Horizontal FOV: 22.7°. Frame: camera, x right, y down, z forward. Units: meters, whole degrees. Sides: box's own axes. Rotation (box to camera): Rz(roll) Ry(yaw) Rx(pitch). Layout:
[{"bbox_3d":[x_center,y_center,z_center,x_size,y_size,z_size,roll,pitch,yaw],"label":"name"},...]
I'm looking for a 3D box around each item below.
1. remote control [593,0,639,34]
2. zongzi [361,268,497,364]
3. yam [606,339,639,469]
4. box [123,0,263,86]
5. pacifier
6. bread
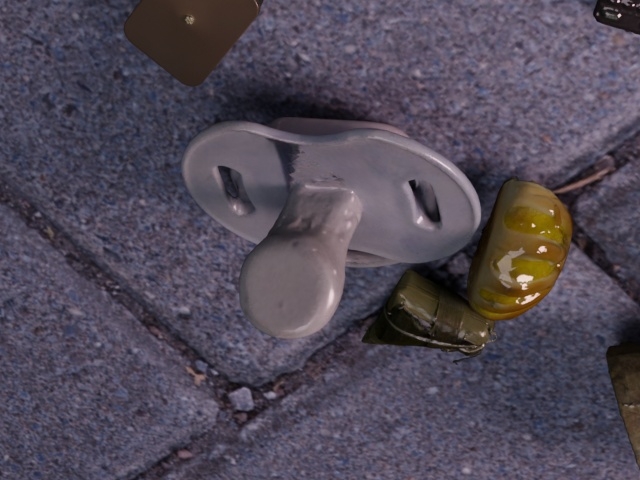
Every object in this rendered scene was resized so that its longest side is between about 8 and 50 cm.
[{"bbox_3d":[0.275,-0.264,1.232,0.063,0.025,0.245,20,129,5],"label":"remote control"},{"bbox_3d":[0.107,0.090,1.548,0.109,0.055,0.119,27,142,-1],"label":"zongzi"},{"bbox_3d":[0.407,0.178,1.424,0.304,0.168,0.168,2,125,18],"label":"yam"},{"bbox_3d":[-0.112,-0.204,1.425,0.091,0.031,0.126,37,130,-8],"label":"box"},{"bbox_3d":[0.000,0.000,1.423,0.279,0.207,0.227,4,144,19],"label":"pacifier"},{"bbox_3d":[0.176,0.018,1.440,0.083,0.094,0.157,23,122,9],"label":"bread"}]
